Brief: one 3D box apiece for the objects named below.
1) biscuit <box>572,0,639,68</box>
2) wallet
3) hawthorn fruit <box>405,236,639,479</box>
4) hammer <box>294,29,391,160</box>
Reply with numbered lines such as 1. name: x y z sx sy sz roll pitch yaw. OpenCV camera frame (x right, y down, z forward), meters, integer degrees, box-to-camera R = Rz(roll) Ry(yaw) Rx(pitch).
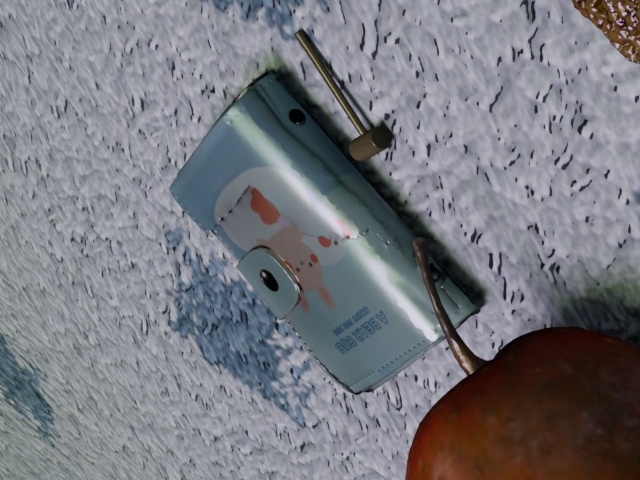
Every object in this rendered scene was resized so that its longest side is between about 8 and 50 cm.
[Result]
1. biscuit: 0.146 -0.181 0.960 0.199 0.034 0.064 47 151 5
2. wallet: 0.000 0.000 1.331 0.250 0.075 0.176 49 144 2
3. hawthorn fruit: 0.173 0.175 1.158 0.263 0.231 0.235 -111 32 -55
4. hammer: 0.012 -0.110 1.242 0.110 0.019 0.035 55 150 -4
